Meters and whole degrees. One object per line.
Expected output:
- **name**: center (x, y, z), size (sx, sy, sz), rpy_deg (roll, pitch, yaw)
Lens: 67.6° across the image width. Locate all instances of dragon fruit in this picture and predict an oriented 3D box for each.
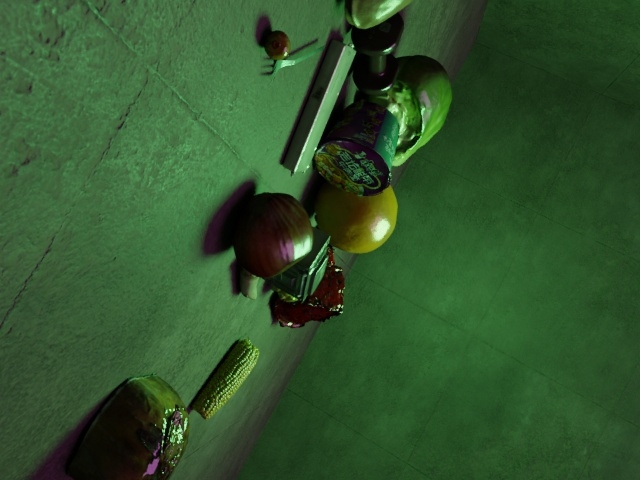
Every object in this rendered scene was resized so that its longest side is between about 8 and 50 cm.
- **dragon fruit**: center (-0.092, 0.224, 1.997), size (0.329, 0.285, 0.228), rpy_deg (139, -43, -55)

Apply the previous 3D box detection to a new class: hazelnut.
- **hazelnut**: center (-0.125, -0.014, 1.175), size (0.210, 0.210, 0.186), rpy_deg (-54, -170, -32)

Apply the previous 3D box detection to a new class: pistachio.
- **pistachio**: center (0.150, -0.596, 1.048), size (0.260, 0.162, 0.213), rpy_deg (-47, 145, -7)

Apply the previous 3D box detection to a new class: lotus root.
- **lotus root**: center (-0.393, 0.440, 1.058), size (0.272, 0.191, 0.272), rpy_deg (-56, 160, -33)

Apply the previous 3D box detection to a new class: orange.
- **orange**: center (0.122, -0.106, 1.671), size (0.312, 0.311, 0.312), rpy_deg (-57, 167, -20)

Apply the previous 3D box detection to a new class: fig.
- **fig**: center (-0.075, -0.355, 0.881), size (0.050, 0.050, 0.083), rpy_deg (-64, 178, 14)

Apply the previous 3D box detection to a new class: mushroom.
- **mushroom**: center (-0.199, 0.109, 1.375), size (0.209, 0.071, 0.085), rpy_deg (107, -16, -54)

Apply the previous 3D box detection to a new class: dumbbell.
- **dumbbell**: center (0.151, -0.507, 1.290), size (0.225, 0.123, 0.141), rpy_deg (67, 44, -75)

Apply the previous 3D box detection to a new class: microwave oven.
- **microwave oven**: center (-0.077, 0.062, 1.479), size (0.145, 0.193, 0.241), rpy_deg (-53, 168, -29)

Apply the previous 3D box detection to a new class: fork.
- **fork**: center (-0.051, -0.378, 1.000), size (0.235, 0.021, 0.039), rpy_deg (-51, 168, -47)

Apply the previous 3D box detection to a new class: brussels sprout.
- **brussels sprout**: center (0.284, -0.448, 1.633), size (0.315, 0.275, 0.372), rpy_deg (-43, 159, -47)

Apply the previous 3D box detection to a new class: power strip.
- **power strip**: center (-0.007, -0.331, 1.230), size (0.368, 0.043, 0.106), rpy_deg (-66, 167, 18)

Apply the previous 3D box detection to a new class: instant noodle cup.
- **instant noodle cup**: center (0.125, -0.287, 1.460), size (0.251, 0.250, 0.190), rpy_deg (96, 16, -61)

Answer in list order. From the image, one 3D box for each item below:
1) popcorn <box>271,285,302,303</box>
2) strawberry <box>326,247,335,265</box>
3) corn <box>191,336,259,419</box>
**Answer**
- **popcorn**: center (-0.093, 0.146, 1.703), size (0.174, 0.142, 0.174), rpy_deg (-55, 161, -30)
- **strawberry**: center (0.013, 0.075, 2.095), size (0.082, 0.146, 0.187), rpy_deg (0, 86, -33)
- **corn**: center (-0.308, 0.462, 1.624), size (0.310, 0.101, 0.102), rpy_deg (-54, 166, -32)
